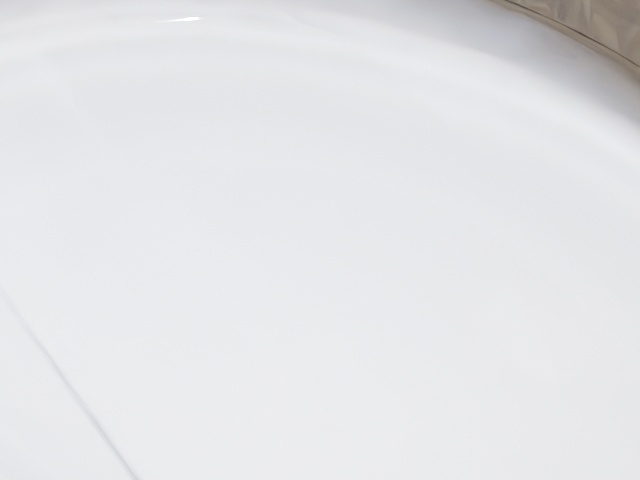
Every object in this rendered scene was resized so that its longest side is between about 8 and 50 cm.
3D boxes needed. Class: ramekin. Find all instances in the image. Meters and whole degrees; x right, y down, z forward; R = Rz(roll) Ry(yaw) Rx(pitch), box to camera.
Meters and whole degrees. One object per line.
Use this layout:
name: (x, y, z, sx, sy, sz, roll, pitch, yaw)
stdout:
ramekin: (0.000, 0.000, 0.488, 0.273, 0.273, 0.127, 3, 47, 10)
